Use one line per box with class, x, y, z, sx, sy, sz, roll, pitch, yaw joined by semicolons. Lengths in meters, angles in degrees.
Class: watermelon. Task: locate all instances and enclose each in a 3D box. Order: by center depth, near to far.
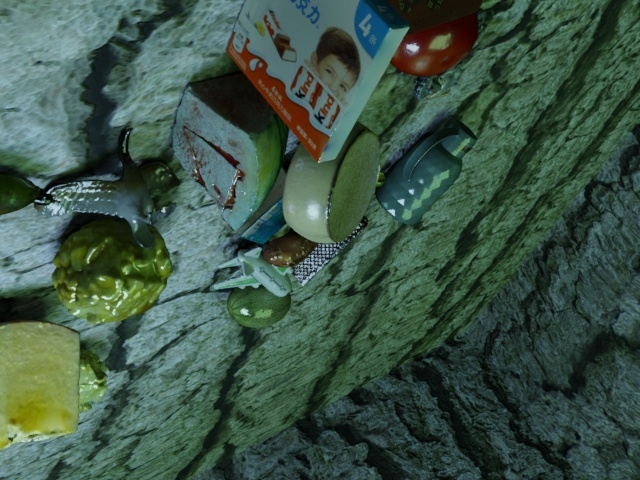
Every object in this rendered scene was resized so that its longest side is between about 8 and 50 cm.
watermelon;-0.157;-0.190;1.439;0.212;0.201;0.261;113;-6;-49

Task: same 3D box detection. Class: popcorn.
popcorn;-0.381;0.053;1.498;0.235;0.181;0.217;-32;165;5
popcorn;-0.557;0.318;1.829;0.162;0.142;0.135;-35;-151;59

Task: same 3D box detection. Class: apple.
apple;-0.631;0.296;1.531;0.309;0.252;0.314;2;135;-40

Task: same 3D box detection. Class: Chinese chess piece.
Chinese chess piece;0.029;-0.125;1.692;0.270;0.112;0.269;-49;151;-41

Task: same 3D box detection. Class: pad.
pad;0.176;-0.457;1.379;0.267;0.004;0.181;-26;114;-27

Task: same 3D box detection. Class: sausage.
sausage;-0.043;-0.012;1.824;0.079;0.087;0.326;-55;179;28

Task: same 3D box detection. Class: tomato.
tomato;0.209;-0.394;1.521;0.195;0.136;0.195;-26;164;-8

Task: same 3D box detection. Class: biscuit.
biscuit;0.000;0.000;2.025;0.252;0.106;0.070;-43;-172;18

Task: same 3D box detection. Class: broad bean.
broad bean;-0.531;-0.077;1.179;0.077;0.061;0.339;-52;155;16

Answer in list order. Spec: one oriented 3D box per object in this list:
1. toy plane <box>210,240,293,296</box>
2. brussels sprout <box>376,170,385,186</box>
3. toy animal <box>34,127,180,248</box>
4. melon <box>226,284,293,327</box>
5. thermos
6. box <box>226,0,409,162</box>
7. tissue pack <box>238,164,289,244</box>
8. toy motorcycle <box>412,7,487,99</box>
toy plane;-0.135;0.070;1.937;0.251;0.101;0.255;-22;153;18
brussels sprout;0.134;-0.166;1.998;0.051;0.046;0.083;-32;148;-2
toy animal;-0.314;-0.094;1.377;0.273;0.160;0.197;-23;153;-45
melon;-0.152;0.157;2.082;0.192;0.139;0.139;-16;150;-34
thermos;0.266;-0.183;2.024;0.286;0.145;0.182;-49;152;24
box;-0.018;-0.303;1.205;0.048;0.273;0.265;-18;150;-40
tissue pack;-0.110;-0.079;1.754;0.169;0.082;0.120;-41;158;11
toy motorcycle;0.276;-0.391;1.710;0.229;0.094;0.130;-52;161;4
